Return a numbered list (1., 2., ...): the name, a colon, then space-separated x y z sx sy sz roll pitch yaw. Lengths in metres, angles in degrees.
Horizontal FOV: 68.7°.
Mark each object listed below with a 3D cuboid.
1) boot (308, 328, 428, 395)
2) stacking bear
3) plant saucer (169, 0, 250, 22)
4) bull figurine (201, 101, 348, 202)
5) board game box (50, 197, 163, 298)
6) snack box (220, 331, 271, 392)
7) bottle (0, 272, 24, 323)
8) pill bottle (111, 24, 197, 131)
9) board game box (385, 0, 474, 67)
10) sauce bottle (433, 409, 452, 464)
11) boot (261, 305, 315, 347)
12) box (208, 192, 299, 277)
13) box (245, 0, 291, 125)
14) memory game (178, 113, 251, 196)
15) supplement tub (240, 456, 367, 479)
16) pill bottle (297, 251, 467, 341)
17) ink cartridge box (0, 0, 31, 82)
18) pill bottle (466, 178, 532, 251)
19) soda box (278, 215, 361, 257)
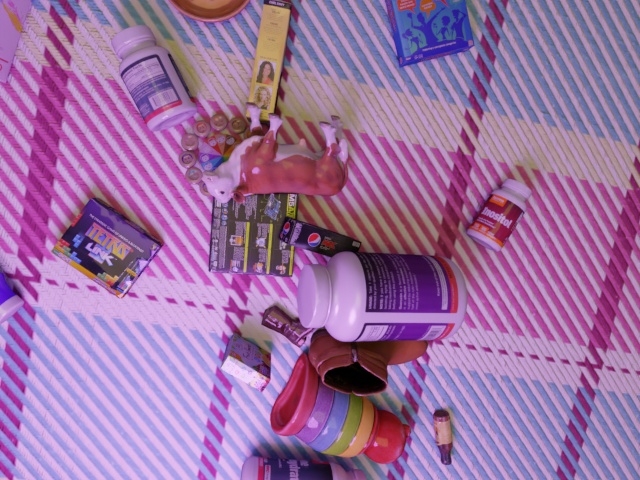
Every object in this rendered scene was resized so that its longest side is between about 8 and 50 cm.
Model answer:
1. boot: 0.117 0.245 0.985 0.284 0.220 0.109 8 95 -7
2. stacking bear: 0.058 0.400 1.036 0.289 0.164 0.175 27 93 -13
3. plant saucer: -0.227 -0.543 0.949 0.200 0.037 0.199 -1 97 -7
4. bull figurine: -0.081 -0.161 0.932 0.311 0.101 0.188 -1 121 -27
5. board game box: -0.443 0.016 0.983 0.170 0.048 0.141 37 93 -9
6. snack box: -0.155 0.255 0.996 0.100 0.141 0.037 32 93 -9
7. bottle: -0.730 0.053 0.931 0.118 0.092 0.283 -45 99 -1
8. pill bottle: -0.331 -0.319 0.927 0.108 0.108 0.180 -26 98 -3
9. board game box: 0.225 -0.497 1.000 0.160 0.047 0.210 -16 97 -4
10. sauce bottle: 0.295 0.473 1.122 0.042 0.042 0.128 -8 95 -6
11. boot: -0.065 0.172 1.053 0.114 0.037 0.106 36 89 -4
12. box: -0.144 -0.020 1.016 0.184 0.045 0.190 3 95 -9
13. box: -0.106 -0.359 0.960 0.058 0.087 0.232 9 97 -6
14. memory game: -0.204 -0.178 0.983 0.186 0.012 0.186 1 82 -7
15. supplement tub: -0.044 0.582 1.021 0.272 0.191 0.191 7 96 -8
16. pill bottle: 0.123 0.115 0.964 0.323 0.181 0.181 4 96 -19
17. ink cartridge box: -0.637 -0.418 0.830 0.119 0.207 0.353 20 95 -7
18. pill bottle: 0.403 -0.058 1.052 0.086 0.086 0.152 32 92 -9
19. soda box: 0.000 0.000 1.001 0.169 0.060 0.053 18 94 -28
